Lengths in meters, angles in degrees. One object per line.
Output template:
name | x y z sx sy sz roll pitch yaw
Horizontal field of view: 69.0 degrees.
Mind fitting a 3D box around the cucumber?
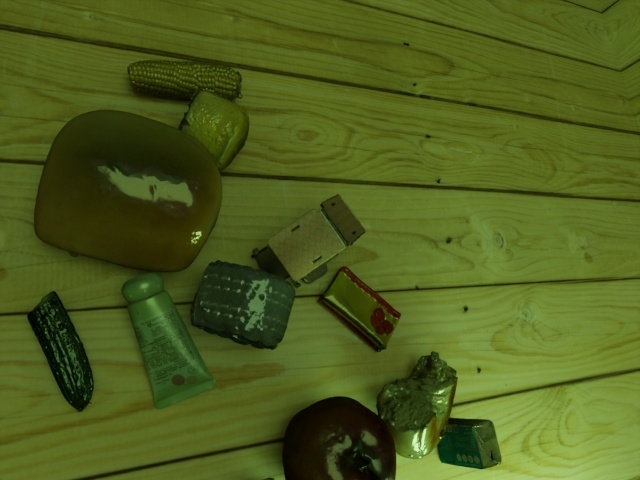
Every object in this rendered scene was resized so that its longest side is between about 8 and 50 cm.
cucumber | -0.551 0.237 1.007 0.077 0.077 0.265 -26 89 -30

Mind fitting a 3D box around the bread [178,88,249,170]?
bread | -0.281 -0.289 1.238 0.171 0.197 0.197 29 63 -10

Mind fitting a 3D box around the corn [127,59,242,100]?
corn | -0.371 -0.447 1.294 0.306 0.106 0.106 -1 74 -24

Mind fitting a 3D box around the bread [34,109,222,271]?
bread | -0.422 -0.118 1.077 0.376 0.253 0.347 20 68 -20

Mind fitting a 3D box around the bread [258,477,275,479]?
bread | -0.092 0.653 1.032 0.124 0.186 0.257 -33 85 -13

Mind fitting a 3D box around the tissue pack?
tissue pack | 0.409 0.566 1.307 0.082 0.169 0.119 -2 74 -29

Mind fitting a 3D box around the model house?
model house | 0.000 0.000 1.250 0.326 0.244 0.169 -32 87 -31

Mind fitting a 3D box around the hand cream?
hand cream | -0.364 0.225 1.078 0.147 0.093 0.305 -21 90 -8

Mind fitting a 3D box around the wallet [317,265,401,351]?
wallet | 0.122 0.194 1.347 0.241 0.067 0.141 41 59 -8

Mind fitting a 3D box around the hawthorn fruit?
hawthorn fruit | 0.046 0.503 1.074 0.268 0.301 0.267 4 72 -12

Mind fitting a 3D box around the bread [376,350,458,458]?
bread | 0.264 0.462 1.268 0.314 0.171 0.191 -38 129 -47

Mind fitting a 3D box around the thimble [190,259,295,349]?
thimble | -0.188 0.159 1.127 0.237 0.205 0.172 25 66 -18
